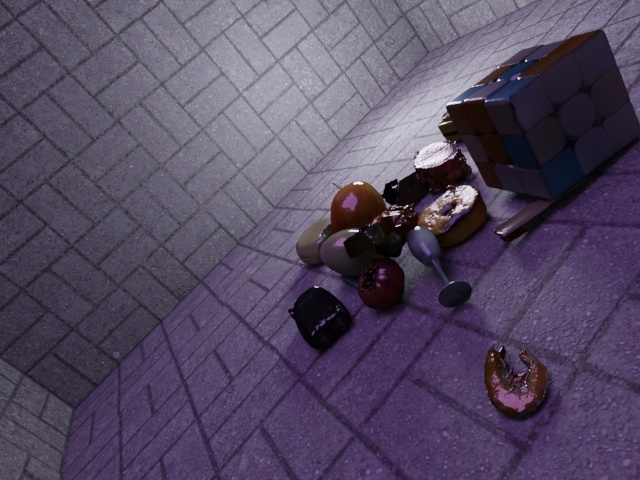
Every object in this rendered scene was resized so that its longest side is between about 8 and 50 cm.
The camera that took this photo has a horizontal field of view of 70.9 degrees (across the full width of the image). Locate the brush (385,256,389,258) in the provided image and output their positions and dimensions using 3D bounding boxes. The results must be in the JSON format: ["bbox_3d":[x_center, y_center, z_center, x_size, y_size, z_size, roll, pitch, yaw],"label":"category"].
[{"bbox_3d":[0.276,0.006,1.823,0.062,0.027,0.266,-46,15,34],"label":"brush"}]

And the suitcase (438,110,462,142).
[{"bbox_3d":[0.678,-0.570,2.093,0.194,0.143,0.235,-48,21,-17],"label":"suitcase"}]

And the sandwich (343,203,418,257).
[{"bbox_3d":[0.238,-0.017,1.579,0.301,0.162,0.250,-33,0,-28],"label":"sandwich"}]

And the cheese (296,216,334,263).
[{"bbox_3d":[0.000,0.000,2.195,0.233,0.127,0.266,-15,34,50],"label":"cheese"}]

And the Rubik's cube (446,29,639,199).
[{"bbox_3d":[0.667,-0.374,1.382,0.347,0.346,0.344,-35,20,-3],"label":"Rubik's cube"}]

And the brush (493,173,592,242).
[{"bbox_3d":[0.659,-0.096,1.326,0.321,0.050,0.060,-35,17,-3],"label":"brush"}]

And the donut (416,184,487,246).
[{"bbox_3d":[0.454,-0.085,1.562,0.253,0.118,0.253,-34,23,17],"label":"donut"}]

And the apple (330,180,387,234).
[{"bbox_3d":[0.158,-0.117,1.899,0.242,0.242,0.240,-27,56,35],"label":"apple"}]

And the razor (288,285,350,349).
[{"bbox_3d":[-0.012,0.276,1.687,0.189,0.107,0.327,-43,20,-5],"label":"razor"}]

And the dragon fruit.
[{"bbox_3d":[0.506,-0.299,1.863,0.211,0.147,0.282,-44,34,-14],"label":"dragon fruit"}]

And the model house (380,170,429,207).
[{"bbox_3d":[0.381,-0.222,2.005,0.203,0.141,0.164,-26,-4,-15],"label":"model house"}]

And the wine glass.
[{"bbox_3d":[0.286,0.118,1.399,0.264,0.096,0.309,-39,33,14],"label":"wine glass"}]

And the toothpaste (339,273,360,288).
[{"bbox_3d":[0.133,0.159,1.766,0.062,0.037,0.216,-45,24,-15],"label":"toothpaste"}]

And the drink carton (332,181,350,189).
[{"bbox_3d":[0.149,-0.237,2.298,0.075,0.200,0.084,-32,23,21],"label":"drink carton"}]

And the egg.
[{"bbox_3d":[0.122,0.046,1.750,0.254,0.188,0.188,-5,30,9],"label":"egg"}]

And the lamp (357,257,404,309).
[{"bbox_3d":[0.211,0.149,1.518,0.182,0.140,0.182,-41,34,36],"label":"lamp"}]

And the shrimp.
[{"bbox_3d":[0.420,0.295,0.972,0.133,0.051,0.187,-22,33,17],"label":"shrimp"}]
